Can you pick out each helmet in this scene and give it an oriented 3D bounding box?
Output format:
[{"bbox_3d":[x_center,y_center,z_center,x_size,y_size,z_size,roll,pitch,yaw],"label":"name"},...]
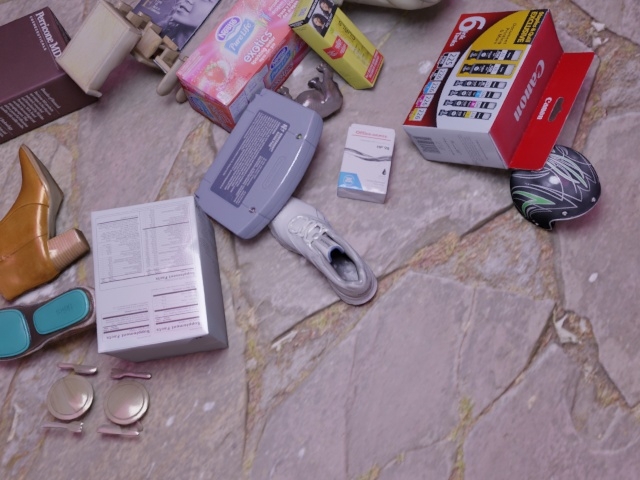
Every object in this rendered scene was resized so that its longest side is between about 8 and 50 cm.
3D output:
[{"bbox_3d":[0.469,-0.112,1.231,0.170,0.161,0.169,-1,73,2],"label":"helmet"}]

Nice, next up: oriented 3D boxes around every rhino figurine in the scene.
[{"bbox_3d":[-0.060,-0.283,1.347,0.243,0.073,0.106,-32,75,-3],"label":"rhino figurine"}]

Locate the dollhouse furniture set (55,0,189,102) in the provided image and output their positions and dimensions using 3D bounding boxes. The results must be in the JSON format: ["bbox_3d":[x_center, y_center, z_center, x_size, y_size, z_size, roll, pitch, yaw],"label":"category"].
[{"bbox_3d":[-0.413,-0.390,1.321,0.212,0.242,0.161,45,105,13],"label":"dollhouse furniture set"}]

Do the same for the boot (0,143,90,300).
[{"bbox_3d":[-0.638,-0.040,1.277,0.211,0.104,0.295,-30,79,-7],"label":"boot"}]

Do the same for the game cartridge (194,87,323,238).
[{"bbox_3d":[-0.126,-0.157,1.259,0.196,0.060,0.294,33,91,37],"label":"game cartridge"}]

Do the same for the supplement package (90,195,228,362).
[{"bbox_3d":[-0.304,0.082,1.178,0.198,0.199,0.262,-10,73,-1],"label":"supplement package"}]

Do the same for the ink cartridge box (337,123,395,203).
[{"bbox_3d":[0.101,-0.179,1.316,0.104,0.060,0.180,9,74,5],"label":"ink cartridge box"}]

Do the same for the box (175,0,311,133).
[{"bbox_3d":[-0.158,-0.401,1.345,0.142,0.154,0.299,34,78,11],"label":"box"}]

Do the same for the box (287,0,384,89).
[{"bbox_3d":[0.038,-0.428,1.317,0.058,0.232,0.087,7,68,47],"label":"box"}]

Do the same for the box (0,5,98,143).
[{"bbox_3d":[-0.719,-0.335,1.353,0.382,0.143,0.191,-27,74,-8],"label":"box"}]

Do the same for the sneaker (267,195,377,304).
[{"bbox_3d":[0.000,0.000,1.230,0.297,0.129,0.111,41,81,14],"label":"sneaker"}]

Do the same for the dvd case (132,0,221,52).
[{"bbox_3d":[-0.339,-0.574,1.473,0.165,0.018,0.221,31,76,11],"label":"dvd case"}]

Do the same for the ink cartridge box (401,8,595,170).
[{"bbox_3d":[0.364,-0.310,1.248,0.272,0.130,0.309,14,70,42],"label":"ink cartridge box"}]

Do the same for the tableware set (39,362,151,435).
[{"bbox_3d":[-0.432,0.315,1.197,0.194,0.039,0.128,7,62,-2],"label":"tableware set"}]

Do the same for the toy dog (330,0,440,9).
[{"bbox_3d":[0.075,-0.632,1.326,0.408,0.395,0.284,6,100,27],"label":"toy dog"}]

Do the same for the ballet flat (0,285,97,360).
[{"bbox_3d":[-0.541,0.167,1.200,0.316,0.106,0.107,-15,81,17],"label":"ballet flat"}]
